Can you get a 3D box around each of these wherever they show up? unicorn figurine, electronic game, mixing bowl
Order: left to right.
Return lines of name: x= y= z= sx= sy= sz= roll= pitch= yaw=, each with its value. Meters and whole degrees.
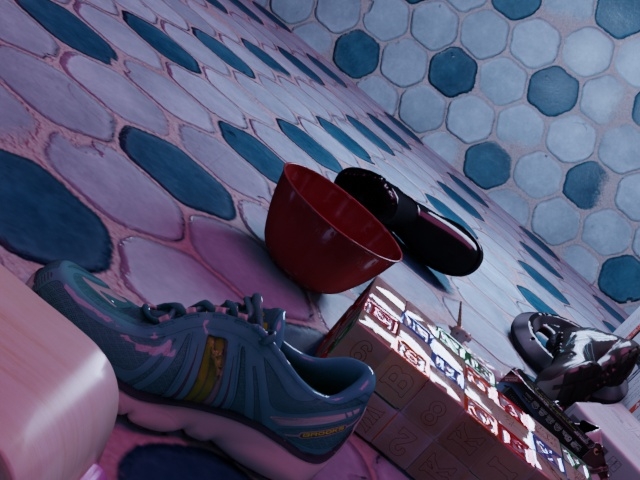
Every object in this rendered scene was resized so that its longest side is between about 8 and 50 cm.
mixing bowl: x=0.000 y=0.000 z=1.025 sx=0.181 sy=0.098 sz=0.181 roll=36 pitch=16 yaw=-11
unicorn figurine: x=0.223 y=0.177 z=1.143 sx=0.162 sy=0.060 sz=0.111 roll=50 pitch=8 yaw=-30
electronic game: x=0.442 y=0.205 z=1.506 sx=0.229 sy=0.048 sz=0.229 roll=21 pitch=27 yaw=-11

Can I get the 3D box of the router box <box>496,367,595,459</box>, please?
router box: x=0.233 y=0.220 z=0.964 sx=0.122 sy=0.092 sz=0.038 roll=46 pitch=17 yaw=24

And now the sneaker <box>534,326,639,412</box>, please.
sneaker: x=0.409 y=0.203 z=1.365 sx=0.267 sy=0.101 sz=0.106 roll=-8 pitch=34 yaw=-44

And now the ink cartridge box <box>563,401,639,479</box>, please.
ink cartridge box: x=0.484 y=0.353 z=1.231 sx=0.275 sy=0.060 sz=0.239 roll=49 pitch=18 yaw=30

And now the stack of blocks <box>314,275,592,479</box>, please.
stack of blocks: x=0.134 y=0.180 z=0.855 sx=0.297 sy=0.087 sz=0.171 roll=40 pitch=15 yaw=1

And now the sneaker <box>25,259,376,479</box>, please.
sneaker: x=-0.079 y=0.077 z=0.611 sx=0.275 sy=0.110 sz=0.107 roll=30 pitch=18 yaw=-29

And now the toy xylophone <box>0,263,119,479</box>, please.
toy xylophone: x=-0.242 y=0.038 z=0.395 sx=0.323 sy=0.081 sz=0.236 roll=42 pitch=16 yaw=7

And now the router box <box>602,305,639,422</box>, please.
router box: x=0.642 y=0.208 z=1.488 sx=0.082 sy=0.335 sz=0.301 roll=35 pitch=17 yaw=-16

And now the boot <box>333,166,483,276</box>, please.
boot: x=0.148 y=-0.028 z=1.441 sx=0.246 sy=0.094 sz=0.207 roll=39 pitch=10 yaw=22

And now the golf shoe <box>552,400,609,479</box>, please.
golf shoe: x=0.321 y=0.274 z=1.017 sx=0.198 sy=0.094 sz=0.077 roll=39 pitch=14 yaw=-8
